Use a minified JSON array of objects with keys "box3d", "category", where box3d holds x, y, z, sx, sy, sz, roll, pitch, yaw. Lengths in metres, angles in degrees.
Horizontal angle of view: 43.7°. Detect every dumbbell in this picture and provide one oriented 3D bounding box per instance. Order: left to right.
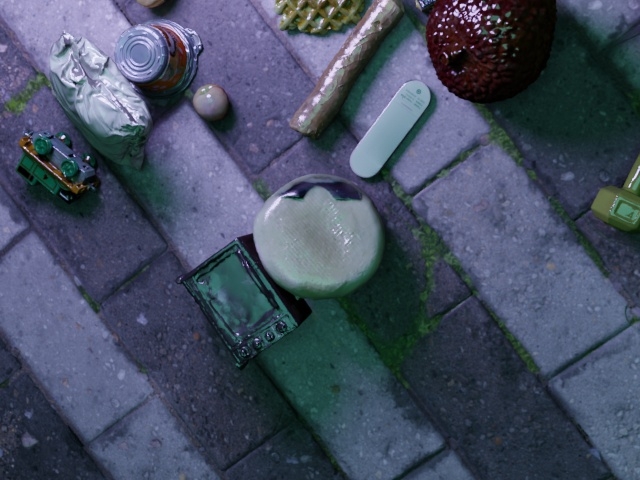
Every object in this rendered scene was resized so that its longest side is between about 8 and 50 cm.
[{"box3d":[0.661,-0.161,1.605,0.121,0.108,0.302,25,100,8],"category":"dumbbell"}]

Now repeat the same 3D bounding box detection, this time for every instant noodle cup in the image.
[{"box3d":[-0.377,-0.407,1.764,0.208,0.125,0.178,-42,87,12],"category":"instant noodle cup"}]

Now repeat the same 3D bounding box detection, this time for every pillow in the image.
[{"box3d":[-0.469,-0.291,1.723,0.138,0.310,0.283,-40,94,-17],"category":"pillow"}]

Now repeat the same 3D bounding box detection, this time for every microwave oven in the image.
[{"box3d":[-0.164,0.127,1.755,0.178,0.188,0.247,-36,90,13],"category":"microwave oven"}]

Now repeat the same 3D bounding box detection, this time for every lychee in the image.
[{"box3d":[0.338,-0.403,1.574,0.260,0.260,0.261,1,97,11],"category":"lychee"}]

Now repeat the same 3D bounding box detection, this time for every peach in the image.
[{"box3d":[-0.242,-0.306,1.776,0.083,0.083,0.083,1,97,11],"category":"peach"}]

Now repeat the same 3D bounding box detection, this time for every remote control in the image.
[{"box3d":[0.152,-0.241,1.737,0.077,0.022,0.245,37,101,2],"category":"remote control"}]

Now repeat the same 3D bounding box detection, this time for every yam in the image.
[{"box3d":[0.061,-0.374,1.711,0.081,0.081,0.357,38,103,4],"category":"yam"}]

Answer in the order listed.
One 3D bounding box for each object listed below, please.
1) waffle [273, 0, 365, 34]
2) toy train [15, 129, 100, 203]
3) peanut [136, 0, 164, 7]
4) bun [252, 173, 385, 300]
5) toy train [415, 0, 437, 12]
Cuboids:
[{"box3d":[-0.002,-0.548,1.700,0.207,0.054,0.214,0,113,10],"category":"waffle"},{"box3d":[-0.616,-0.168,1.860,0.227,0.091,0.136,41,113,2],"category":"toy train"},{"box3d":[-0.347,-0.647,1.743,0.125,0.111,0.275,29,98,22],"category":"peanut"},{"box3d":[0.000,0.000,1.726,0.283,0.179,0.283,0,79,-1],"category":"bun"},{"box3d":[0.194,-0.568,1.659,0.060,0.081,0.202,-26,92,12],"category":"toy train"}]
